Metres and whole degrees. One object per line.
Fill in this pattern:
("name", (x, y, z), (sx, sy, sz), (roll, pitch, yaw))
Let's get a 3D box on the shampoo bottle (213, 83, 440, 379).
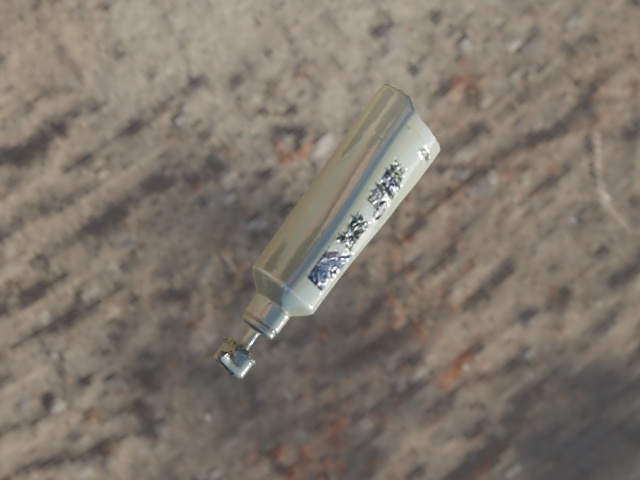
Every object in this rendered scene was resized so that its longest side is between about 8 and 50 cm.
("shampoo bottle", (0.000, 0.000, 0.807), (0.141, 0.034, 0.049), (-54, 165, -9))
